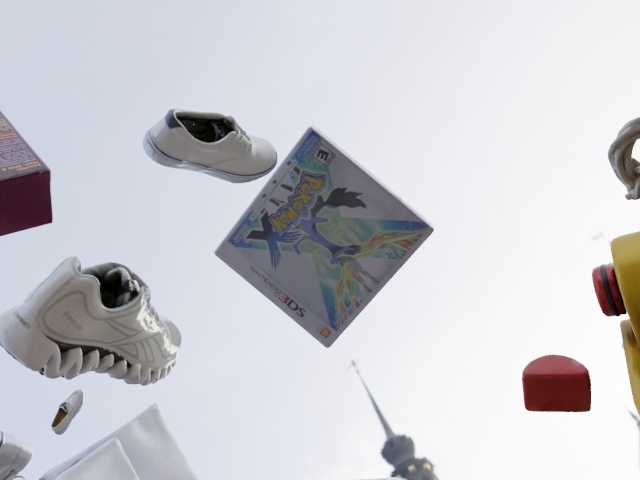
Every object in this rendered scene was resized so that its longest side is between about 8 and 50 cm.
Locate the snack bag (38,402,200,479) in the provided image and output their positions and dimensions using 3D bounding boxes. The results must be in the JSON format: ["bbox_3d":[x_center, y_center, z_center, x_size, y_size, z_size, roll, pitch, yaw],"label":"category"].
[{"bbox_3d":[-0.242,0.432,1.122,0.037,0.342,0.323,-34,-94,14],"label":"snack bag"}]

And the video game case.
[{"bbox_3d":[0.000,0.000,1.409,0.300,0.036,0.329,40,-69,1],"label":"video game case"}]

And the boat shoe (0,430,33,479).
[{"bbox_3d":[-0.720,0.525,1.593,0.156,0.136,0.367,29,-57,-28],"label":"boat shoe"}]

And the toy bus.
[{"bbox_3d":[0.197,0.071,0.347,0.202,0.104,0.191,20,-52,-1],"label":"toy bus"}]

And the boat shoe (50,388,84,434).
[{"bbox_3d":[-0.517,0.344,1.502,0.035,0.100,0.035,12,-35,22],"label":"boat shoe"}]

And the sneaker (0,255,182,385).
[{"bbox_3d":[-0.226,0.091,0.835,0.118,0.110,0.292,-54,-19,1],"label":"sneaker"}]

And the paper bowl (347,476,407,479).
[{"bbox_3d":[0.064,0.494,1.067,0.148,0.284,0.284,4,-61,-22],"label":"paper bowl"}]

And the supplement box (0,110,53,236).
[{"bbox_3d":[-0.414,-0.087,0.900,0.104,0.188,0.081,-19,-45,-35],"label":"supplement box"}]

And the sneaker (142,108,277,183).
[{"bbox_3d":[-0.155,-0.154,1.188,0.258,0.094,0.091,-1,-27,-48],"label":"sneaker"}]
